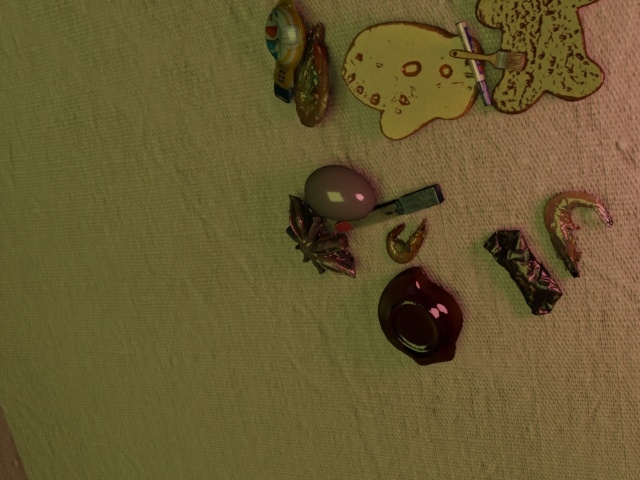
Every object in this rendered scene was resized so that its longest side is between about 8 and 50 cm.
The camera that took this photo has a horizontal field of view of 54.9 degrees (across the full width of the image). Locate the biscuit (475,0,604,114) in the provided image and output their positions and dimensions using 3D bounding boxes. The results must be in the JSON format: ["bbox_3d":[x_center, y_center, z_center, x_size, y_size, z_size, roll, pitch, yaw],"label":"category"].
[{"bbox_3d":[0.492,-0.512,1.368,0.283,0.064,0.431,-6,104,30],"label":"biscuit"}]

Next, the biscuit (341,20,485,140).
[{"bbox_3d":[0.222,-0.389,1.525,0.344,0.057,0.287,12,109,14],"label":"biscuit"}]

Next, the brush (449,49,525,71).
[{"bbox_3d":[0.378,-0.416,1.402,0.170,0.014,0.043,13,112,15],"label":"brush"}]

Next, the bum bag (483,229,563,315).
[{"bbox_3d":[0.516,0.078,1.553,0.102,0.069,0.248,-36,93,28],"label":"bum bag"}]

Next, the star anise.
[{"bbox_3d":[0.004,0.003,1.732,0.258,0.111,0.198,35,144,27],"label":"star anise"}]

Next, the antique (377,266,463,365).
[{"bbox_3d":[0.271,0.213,1.674,0.224,0.129,0.278,-13,104,24],"label":"antique"}]

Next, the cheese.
[{"bbox_3d":[-0.092,-0.498,1.613,0.177,0.069,0.270,40,137,43],"label":"cheese"}]

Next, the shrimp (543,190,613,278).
[{"bbox_3d":[0.629,-0.016,1.487,0.152,0.046,0.219,-12,102,30],"label":"shrimp"}]

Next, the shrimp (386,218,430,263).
[{"bbox_3d":[0.234,-0.009,1.673,0.095,0.045,0.162,45,126,28],"label":"shrimp"}]

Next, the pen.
[{"bbox_3d":[0.358,-0.410,1.431,0.025,0.025,0.204,-18,101,28],"label":"pen"}]

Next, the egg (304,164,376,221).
[{"bbox_3d":[0.052,-0.124,1.645,0.199,0.146,0.146,24,115,18],"label":"egg"}]

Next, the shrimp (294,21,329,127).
[{"bbox_3d":[-0.014,-0.429,1.602,0.145,0.061,0.267,22,106,59],"label":"shrimp"}]

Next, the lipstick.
[{"bbox_3d":[0.178,-0.078,1.664,0.312,0.051,0.051,-19,100,30],"label":"lipstick"}]
